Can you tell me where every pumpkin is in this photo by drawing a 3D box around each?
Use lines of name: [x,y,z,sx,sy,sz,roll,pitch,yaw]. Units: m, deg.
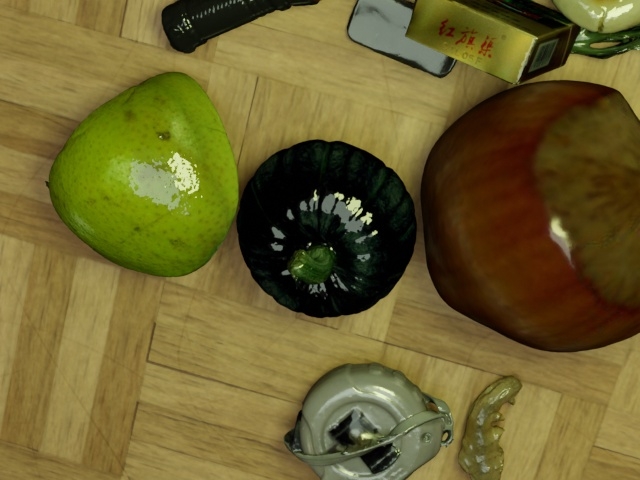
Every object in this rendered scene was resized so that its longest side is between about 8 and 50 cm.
pumpkin: [0.000,0.000,1.790,0.248,0.248,0.248,2,108,8]

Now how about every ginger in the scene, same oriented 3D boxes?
ginger: [0.241,0.275,1.943,0.069,0.051,0.173,11,111,2]

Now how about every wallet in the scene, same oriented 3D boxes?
wallet: [0.115,-0.279,1.802,0.156,0.018,0.082,22,109,1]

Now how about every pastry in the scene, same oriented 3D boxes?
pastry: [0.360,-0.332,1.688,0.156,0.092,0.156,-3,75,11]

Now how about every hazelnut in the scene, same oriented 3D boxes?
hazelnut: [0.297,-0.022,1.712,0.366,0.366,0.366,2,108,8]

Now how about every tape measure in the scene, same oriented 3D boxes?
tape measure: [0.061,0.275,1.937,0.236,0.120,0.197,-42,95,14]

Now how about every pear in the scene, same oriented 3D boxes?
pear: [-0.238,-0.060,1.824,0.288,0.139,0.239,-47,75,19]

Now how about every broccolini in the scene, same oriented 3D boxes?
broccolini: [0.386,-0.273,1.756,0.202,0.068,0.091,-5,94,26]

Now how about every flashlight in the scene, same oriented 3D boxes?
flashlight: [-0.101,-0.322,1.792,0.232,0.093,0.093,-19,104,20]

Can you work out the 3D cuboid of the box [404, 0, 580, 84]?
box: [0.217,-0.262,1.660,0.159,0.240,0.071,25,111,16]
